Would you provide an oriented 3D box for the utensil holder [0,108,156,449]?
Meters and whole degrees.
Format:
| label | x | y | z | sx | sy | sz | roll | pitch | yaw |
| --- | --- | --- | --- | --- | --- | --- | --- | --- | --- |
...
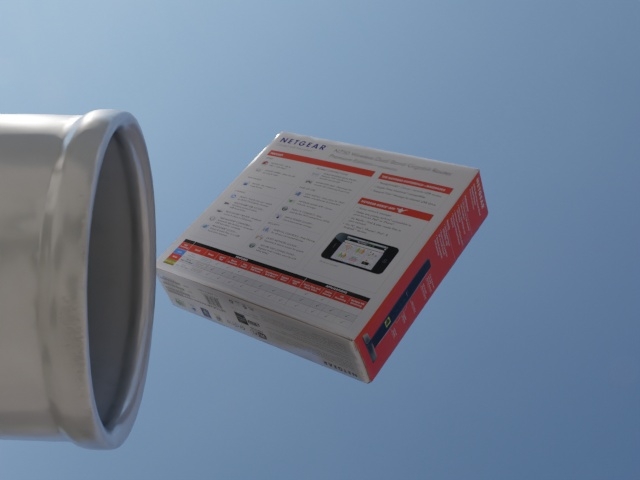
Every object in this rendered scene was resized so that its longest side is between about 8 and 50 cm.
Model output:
| label | x | y | z | sx | sy | sz | roll | pitch | yaw |
| --- | --- | --- | --- | --- | --- | --- | --- | --- | --- |
| utensil holder | -0.379 | 0.032 | 0.795 | 0.385 | 0.327 | 0.328 | 2 | -86 | -2 |

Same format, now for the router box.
| label | x | y | z | sx | sy | sz | roll | pitch | yaw |
| --- | --- | --- | --- | --- | --- | --- | --- | --- | --- |
| router box | 0.000 | 0.000 | 1.066 | 0.335 | 0.301 | 0.082 | 17 | -37 | 36 |
